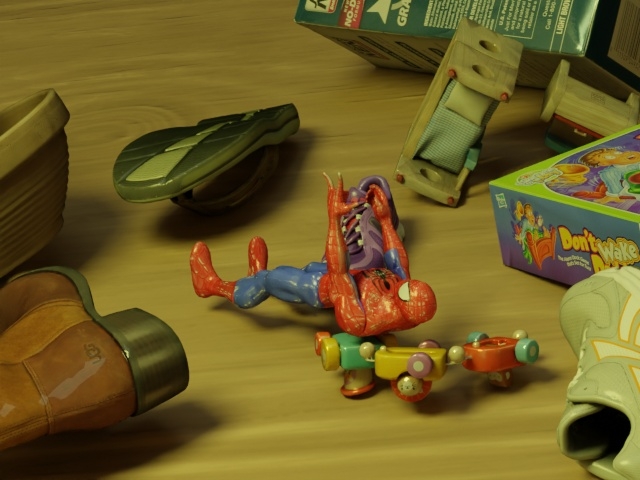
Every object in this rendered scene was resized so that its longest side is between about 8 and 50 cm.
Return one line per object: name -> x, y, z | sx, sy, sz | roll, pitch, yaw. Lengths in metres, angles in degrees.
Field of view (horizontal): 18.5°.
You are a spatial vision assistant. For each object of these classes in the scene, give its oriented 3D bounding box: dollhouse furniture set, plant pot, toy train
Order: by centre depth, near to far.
toy train -> 0.077, 0.094, 1.504 | 0.166, 0.046, 0.125 | 5, 10, 38
plant pot -> -0.305, -0.027, 1.747 | 0.237, 0.110, 0.237 | -31, 14, 9
dollhouse furniture set -> 0.182, -0.095, 1.820 | 0.183, 0.129, 0.129 | 24, 29, -1

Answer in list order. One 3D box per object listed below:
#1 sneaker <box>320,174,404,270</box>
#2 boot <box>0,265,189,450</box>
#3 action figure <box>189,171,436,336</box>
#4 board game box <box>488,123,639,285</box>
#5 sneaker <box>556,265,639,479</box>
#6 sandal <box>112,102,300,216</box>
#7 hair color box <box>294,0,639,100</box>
sneaker -> 0.029, -0.004, 1.690 | 0.068, 0.071, 0.170 | -3, 26, 11
boot -> -0.279, 0.117, 1.476 | 0.280, 0.096, 0.264 | -20, 27, -32
action figure -> 0.000, 0.000, 1.555 | 0.091, 0.139, 0.280 | -8, 13, -35
board game box -> 0.350, -0.049, 1.645 | 0.347, 0.078, 0.233 | -21, 20, -26
sneaker -> 0.208, 0.101, 1.388 | 0.121, 0.099, 0.262 | -18, 25, -10
sandal -> -0.090, -0.071, 1.866 | 0.120, 0.086, 0.303 | -3, 10, 23
hair color box -> 0.166, -0.228, 1.998 | 0.347, 0.105, 0.174 | 11, -7, 35
